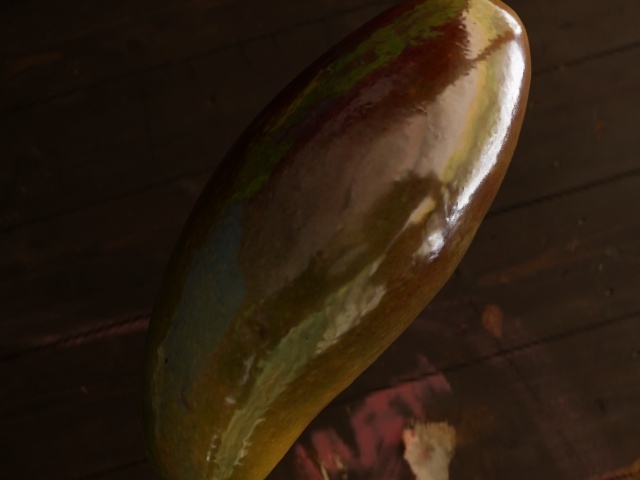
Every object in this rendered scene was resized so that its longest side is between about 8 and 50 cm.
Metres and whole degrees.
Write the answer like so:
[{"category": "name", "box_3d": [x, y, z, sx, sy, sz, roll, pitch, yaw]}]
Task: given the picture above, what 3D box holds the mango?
[{"category": "mango", "box_3d": [0.000, 0.000, 0.559, 0.267, 0.111, 0.133, -56, -152, 3]}]
